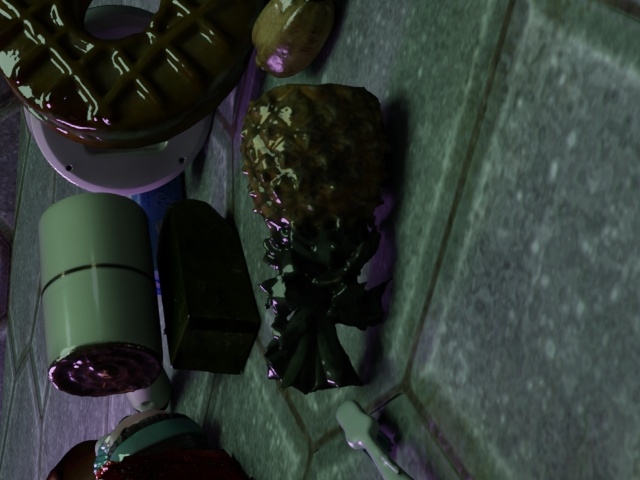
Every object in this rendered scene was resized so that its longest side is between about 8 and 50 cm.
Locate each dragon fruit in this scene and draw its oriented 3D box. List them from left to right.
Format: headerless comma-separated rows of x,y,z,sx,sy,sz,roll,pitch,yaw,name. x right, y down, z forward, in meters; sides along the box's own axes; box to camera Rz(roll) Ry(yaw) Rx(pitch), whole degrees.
-0.120,0.299,1.255,0.261,0.162,0.189,25,135,69,dragon fruit

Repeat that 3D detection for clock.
-0.249,-0.172,1.610,0.083,0.230,0.231,-134,53,-60,clock

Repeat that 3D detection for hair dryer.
-0.232,0.120,1.534,0.362,0.128,0.203,78,180,-59,hair dryer

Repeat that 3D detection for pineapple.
-0.001,0.000,1.050,0.128,0.128,0.248,157,111,-68,pineapple

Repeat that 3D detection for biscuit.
-0.222,-0.263,1.470,0.103,0.331,0.332,61,-151,-73,biscuit

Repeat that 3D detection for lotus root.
-0.027,-0.201,1.249,0.152,0.063,0.072,-42,72,52,lotus root

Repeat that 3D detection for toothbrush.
0.081,0.197,0.855,0.386,0.040,0.040,-135,54,-65,toothbrush

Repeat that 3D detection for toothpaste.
-0.215,-0.045,1.712,0.053,0.066,0.272,116,153,-44,toothpaste

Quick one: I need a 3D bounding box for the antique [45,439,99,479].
-0.298,0.377,1.712,0.278,0.129,0.224,125,146,-49,antique

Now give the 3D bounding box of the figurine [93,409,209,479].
-0.209,0.257,1.503,0.110,0.138,0.245,54,162,-7,figurine

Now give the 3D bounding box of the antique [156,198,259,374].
-0.130,0.043,1.435,0.221,0.080,0.081,-106,31,-49,antique
